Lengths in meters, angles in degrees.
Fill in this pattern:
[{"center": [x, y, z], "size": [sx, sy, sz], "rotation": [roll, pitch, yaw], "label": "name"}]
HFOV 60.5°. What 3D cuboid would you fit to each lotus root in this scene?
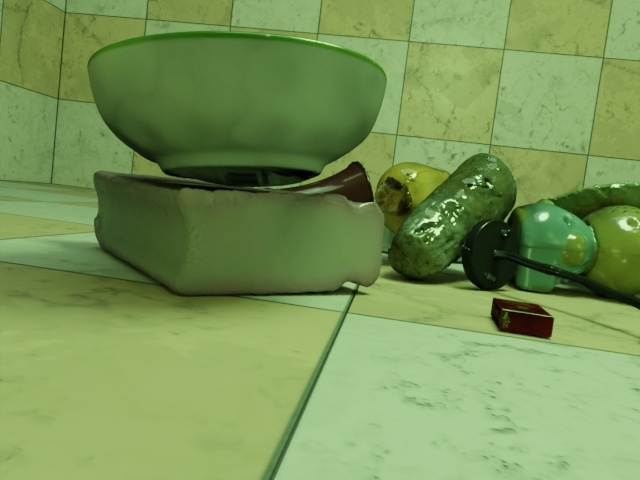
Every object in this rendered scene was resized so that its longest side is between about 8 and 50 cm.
[{"center": [0.193, -0.082, 1.103], "size": [0.130, 0.146, 0.303], "rotation": [-28, -12, 33], "label": "lotus root"}]

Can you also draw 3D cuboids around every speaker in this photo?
[{"center": [-0.050, -0.024, 1.097], "size": [0.329, 0.198, 0.259], "rotation": [-10, 51, -21], "label": "speaker"}]

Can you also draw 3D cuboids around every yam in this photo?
[{"center": [0.227, -0.040, 0.938], "size": [0.133, 0.133, 0.330], "rotation": [11, 34, 41], "label": "yam"}]

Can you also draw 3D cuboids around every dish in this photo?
[{"center": [-0.088, -0.119, 0.616], "size": [0.324, 0.124, 0.324], "rotation": [1, 1, 0], "label": "dish"}]

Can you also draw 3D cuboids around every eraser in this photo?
[{"center": [-0.133, -0.020, 0.740], "size": [0.272, 0.123, 0.359], "rotation": [-1, 8, -37], "label": "eraser"}]

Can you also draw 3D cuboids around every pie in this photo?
[{"center": [0.557, -0.011, 1.090], "size": [0.306, 0.071, 0.306], "rotation": [13, -38, 10], "label": "pie"}]

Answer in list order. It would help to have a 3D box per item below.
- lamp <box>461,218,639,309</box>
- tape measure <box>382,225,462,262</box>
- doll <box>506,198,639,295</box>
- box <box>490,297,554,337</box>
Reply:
[{"center": [0.321, 0.077, 0.722], "size": [0.130, 0.109, 0.371], "rotation": [18, 13, -30], "label": "lamp"}, {"center": [0.264, -0.023, 1.351], "size": [0.265, 0.130, 0.258], "rotation": [11, 4, 43], "label": "tape measure"}, {"center": [0.462, 0.015, 0.955], "size": [0.260, 0.162, 0.177], "rotation": [5, 3, 5], "label": "doll"}, {"center": [0.214, 0.081, 0.587], "size": [0.051, 0.023, 0.082], "rotation": [7, 4, 10], "label": "box"}]
